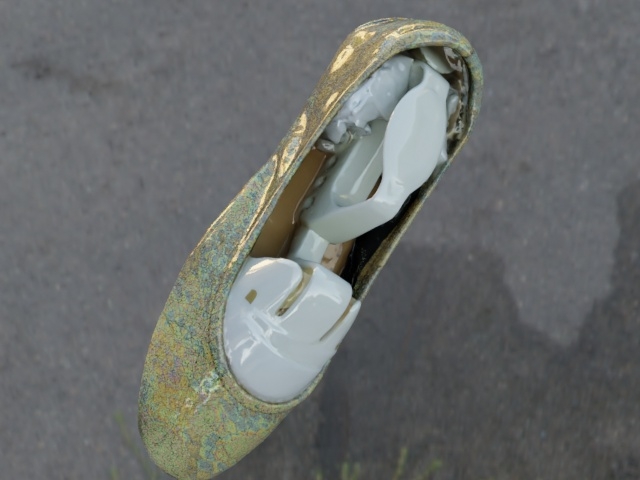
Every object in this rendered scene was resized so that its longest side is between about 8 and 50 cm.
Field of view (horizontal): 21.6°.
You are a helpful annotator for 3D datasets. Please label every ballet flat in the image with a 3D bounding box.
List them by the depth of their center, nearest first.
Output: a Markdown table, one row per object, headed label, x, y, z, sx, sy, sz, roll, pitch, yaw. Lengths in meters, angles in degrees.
| label | x | y | z | sx | sy | sz | roll | pitch | yaw |
| --- | --- | --- | --- | --- | --- | --- | --- | --- | --- |
| ballet flat | 0.000 | 0.000 | 1.080 | 0.123 | 0.123 | 0.348 | 25 | 73 | 19 |
